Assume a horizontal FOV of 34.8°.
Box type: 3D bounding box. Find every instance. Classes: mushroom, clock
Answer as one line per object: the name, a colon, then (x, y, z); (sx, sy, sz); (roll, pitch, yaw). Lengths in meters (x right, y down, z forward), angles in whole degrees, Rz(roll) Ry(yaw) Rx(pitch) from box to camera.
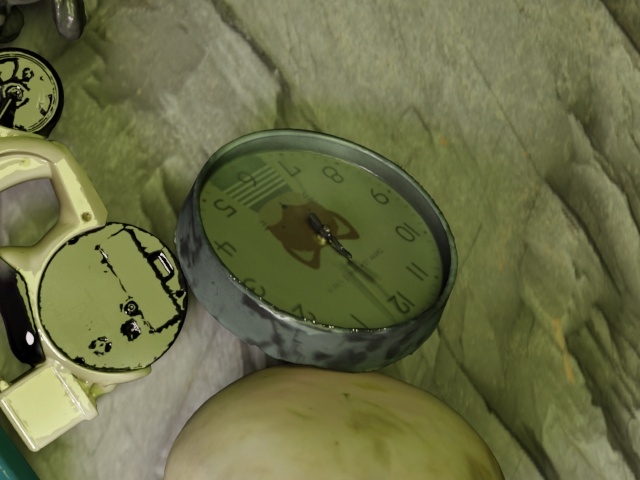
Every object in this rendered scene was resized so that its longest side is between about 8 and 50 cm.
mushroom: (0.022, 0.293, 1.049); (0.353, 0.325, 0.353); (14, 71, -46)
clock: (0.000, 0.000, 1.157); (0.325, 0.067, 0.325); (12, 44, -12)
clock: (-0.317, 0.009, 1.090); (0.276, 0.120, 0.379); (-37, 97, -18)

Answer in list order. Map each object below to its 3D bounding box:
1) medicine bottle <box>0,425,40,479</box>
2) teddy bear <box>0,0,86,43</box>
medicine bottle: (-0.370, 0.231, 1.042); (0.124, 0.079, 0.258); (-33, 101, 9)
teddy bear: (-0.347, -0.279, 1.129); (0.251, 0.144, 0.171); (-21, 84, -12)
